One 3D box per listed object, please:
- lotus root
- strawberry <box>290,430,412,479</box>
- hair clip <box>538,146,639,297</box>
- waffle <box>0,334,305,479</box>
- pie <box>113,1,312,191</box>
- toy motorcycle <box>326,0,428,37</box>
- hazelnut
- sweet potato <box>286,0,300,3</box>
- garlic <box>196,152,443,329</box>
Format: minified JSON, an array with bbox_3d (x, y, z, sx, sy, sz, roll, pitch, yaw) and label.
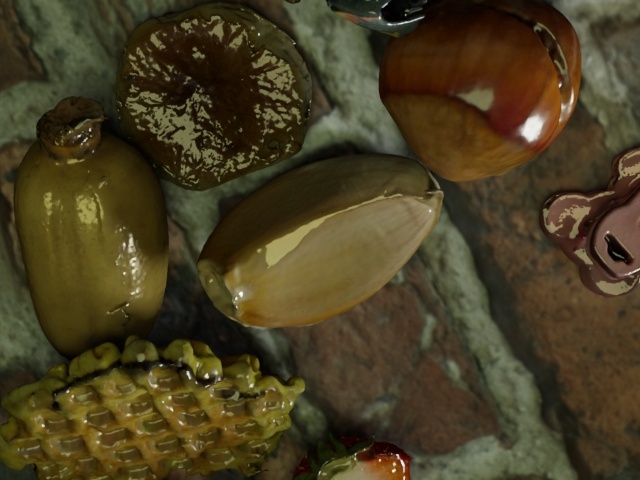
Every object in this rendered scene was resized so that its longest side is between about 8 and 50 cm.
[{"bbox_3d":[-0.219,-0.003,1.598,0.146,0.131,0.303,4,123,9],"label":"lotus root"},{"bbox_3d":[0.037,0.275,1.720,0.146,0.082,0.187,-27,117,-4],"label":"strawberry"},{"bbox_3d":[0.292,-0.024,1.590,0.123,0.102,0.138,43,79,-14],"label":"hair clip"},{"bbox_3d":[-0.172,0.184,1.661,0.300,0.058,0.281,-28,139,27],"label":"waffle"},{"bbox_3d":[-0.106,-0.140,1.575,0.195,0.046,0.195,2,112,6],"label":"pie"},{"bbox_3d":[0.091,-0.273,1.403,0.307,0.108,0.173,-28,124,-19],"label":"toy motorcycle"},{"bbox_3d":[0.147,-0.139,1.491,0.182,0.182,0.182,2,113,5],"label":"hazelnut"},{"bbox_3d":[-0.058,-0.316,1.494,0.050,0.050,0.214,-17,107,13],"label":"sweet potato"},{"bbox_3d":[0.007,-0.004,1.559,0.245,0.164,0.145,-27,91,11],"label":"garlic"}]
